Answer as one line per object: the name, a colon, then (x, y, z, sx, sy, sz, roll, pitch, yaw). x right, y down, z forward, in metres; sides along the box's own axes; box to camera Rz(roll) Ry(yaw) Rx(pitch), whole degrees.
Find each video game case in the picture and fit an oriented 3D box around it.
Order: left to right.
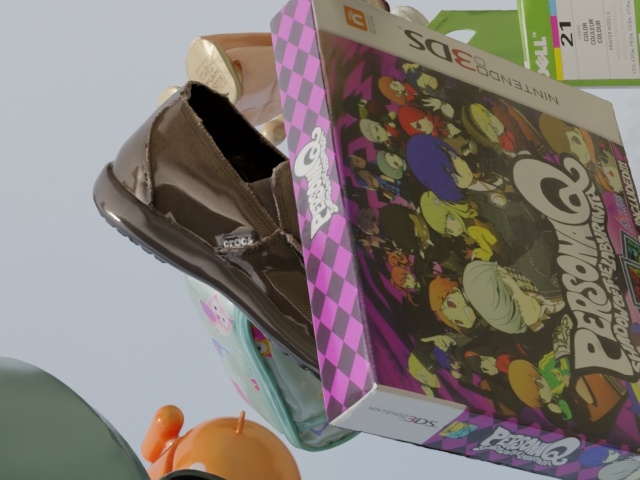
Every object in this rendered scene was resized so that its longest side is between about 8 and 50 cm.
video game case: (0.081, 0.001, 0.814, 0.210, 0.042, 0.232, 17, -131, -32)

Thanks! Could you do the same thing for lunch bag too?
lunch bag: (0.042, 0.029, 1.376, 0.108, 0.279, 0.224, 35, 155, 46)

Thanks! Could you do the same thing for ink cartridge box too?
ink cartridge box: (0.185, -0.198, 1.350, 0.189, 0.255, 0.097, -52, -42, -54)

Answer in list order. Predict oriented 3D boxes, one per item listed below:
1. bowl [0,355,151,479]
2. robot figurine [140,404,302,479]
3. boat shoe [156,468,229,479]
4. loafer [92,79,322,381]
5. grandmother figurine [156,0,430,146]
bowl: (-0.185, 0.181, 0.853, 0.163, 0.311, 0.311, -16, -115, -42)
robot figurine: (-0.101, 0.234, 1.463, 0.128, 0.219, 0.158, 22, -136, -28)
boat shoe: (0.009, 0.256, 1.128, 0.319, 0.099, 0.116, 27, -137, 16)
loafer: (0.000, 0.000, 1.149, 0.366, 0.130, 0.134, 30, -163, 22)
grandmother figurine: (0.001, -0.183, 1.720, 0.342, 0.208, 0.104, -18, -106, -46)
